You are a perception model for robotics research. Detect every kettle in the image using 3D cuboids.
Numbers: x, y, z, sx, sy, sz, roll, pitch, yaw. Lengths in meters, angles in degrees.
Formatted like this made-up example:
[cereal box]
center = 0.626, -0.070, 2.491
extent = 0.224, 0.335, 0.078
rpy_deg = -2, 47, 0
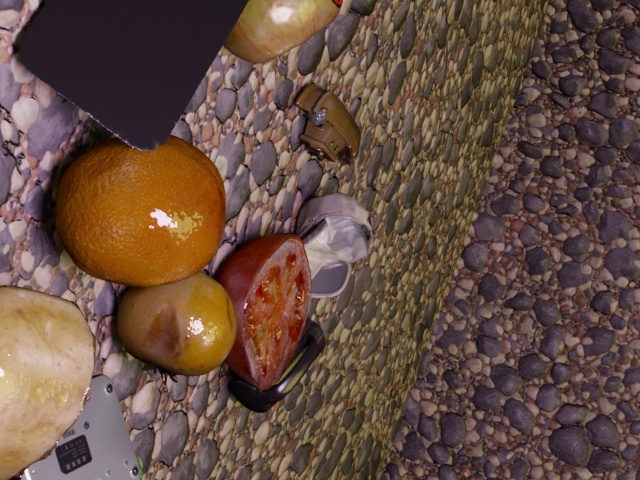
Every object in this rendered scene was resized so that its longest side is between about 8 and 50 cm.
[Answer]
[kettle]
center = -0.089, 0.284, 2.199
extent = 0.144, 0.202, 0.232
rpy_deg = 55, 52, -26

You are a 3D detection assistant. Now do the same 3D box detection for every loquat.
[loquat]
center = -0.250, 0.146, 1.694
extent = 0.213, 0.213, 0.213
rpy_deg = -47, 146, -45

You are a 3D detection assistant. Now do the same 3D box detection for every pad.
[pad]
center = -0.243, -0.309, 1.441
extent = 0.315, 0.063, 0.375
rpy_deg = 38, 64, -23

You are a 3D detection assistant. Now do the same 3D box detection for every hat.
[hat]
center = -0.005, 0.007, 2.250
extent = 0.275, 0.161, 0.232
rpy_deg = -42, 137, -10

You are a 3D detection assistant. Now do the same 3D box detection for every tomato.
[tomato]
center = -0.140, 0.136, 2.029
extent = 0.338, 0.144, 0.338
rpy_deg = 13, 90, -69

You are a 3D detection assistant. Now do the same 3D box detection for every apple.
[apple]
center = -0.080, -0.422, 1.642
extent = 0.194, 0.261, 0.261
rpy_deg = 58, 44, -17

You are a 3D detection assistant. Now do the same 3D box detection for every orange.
[orange]
center = -0.274, -0.042, 1.470
extent = 0.264, 0.264, 0.264
rpy_deg = -47, 146, -45

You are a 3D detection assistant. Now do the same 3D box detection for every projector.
[projector]
center = -0.406, 0.337, 1.511
extent = 0.250, 0.108, 0.198
rpy_deg = -17, 91, -63

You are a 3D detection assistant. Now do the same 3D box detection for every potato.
[potato]
center = -0.451, 0.180, 1.283
extent = 0.285, 0.242, 0.242
rpy_deg = -50, 154, -4

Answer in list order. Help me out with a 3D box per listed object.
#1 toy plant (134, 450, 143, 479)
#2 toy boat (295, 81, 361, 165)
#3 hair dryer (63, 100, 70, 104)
[toy plant]
center = -0.398, 0.496, 1.693
extent = 0.224, 0.184, 0.316
rpy_deg = 70, 33, -41
[toy boat]
center = 0.020, -0.242, 2.187
extent = 0.121, 0.089, 0.321
rpy_deg = -62, 157, -8
[hair dryer]
center = -0.309, -0.289, 1.468
extent = 0.237, 0.075, 0.206
rpy_deg = -47, 140, -31
